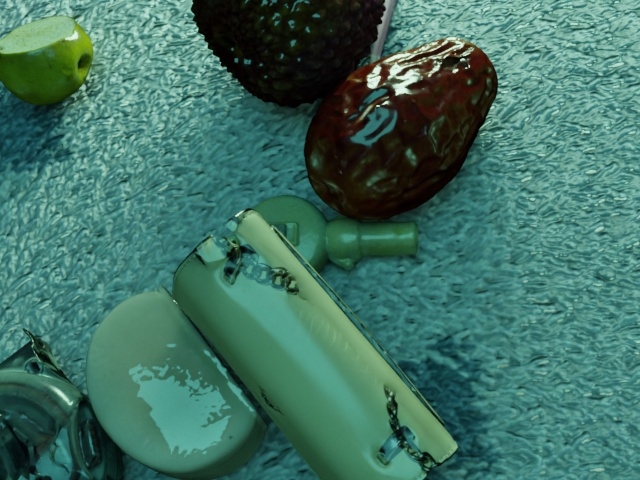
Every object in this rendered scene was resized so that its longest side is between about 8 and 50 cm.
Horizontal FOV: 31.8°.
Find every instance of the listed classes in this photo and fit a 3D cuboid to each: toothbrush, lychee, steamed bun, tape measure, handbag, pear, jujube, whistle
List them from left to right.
[{"bbox_3d":[-0.385,0.284,1.400,0.256,0.147,0.275,-37,69,-5],"label":"tape measure"},{"bbox_3d":[-0.390,-0.250,1.603,0.141,0.104,0.141,-6,35,5],"label":"pear"},{"bbox_3d":[-0.191,0.193,1.402,0.164,0.146,0.242,-38,72,-7],"label":"steamed bun"},{"bbox_3d":[-0.029,-0.315,1.512,0.271,0.271,0.271,-2,71,7],"label":"lychee"},{"bbox_3d":[-0.009,0.146,1.313,0.160,0.237,0.358,-40,83,-9],"label":"handbag"},{"bbox_3d":[0.000,0.000,1.485,0.258,0.067,0.126,-1,72,5],"label":"whistle"},{"bbox_3d":[0.081,-0.278,1.590,0.025,0.020,0.286,11,73,18],"label":"toothbrush"},{"bbox_3d":[0.106,-0.150,1.454,0.197,0.197,0.290,41,66,18],"label":"jujube"}]
